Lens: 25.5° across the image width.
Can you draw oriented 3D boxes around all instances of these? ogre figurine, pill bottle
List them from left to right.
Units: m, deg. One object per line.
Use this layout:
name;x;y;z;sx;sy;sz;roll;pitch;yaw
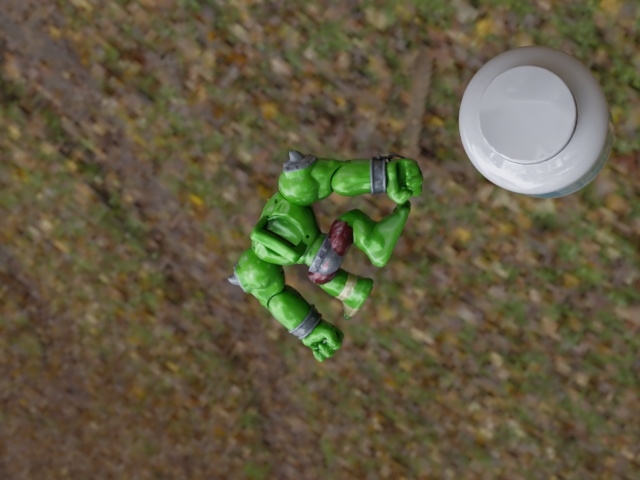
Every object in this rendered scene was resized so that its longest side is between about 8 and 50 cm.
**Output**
ogre figurine;0.000;0.000;1.224;0.118;0.097;0.197;25;133;-6
pill bottle;0.220;-0.117;1.430;0.146;0.146;0.264;30;-172;12
